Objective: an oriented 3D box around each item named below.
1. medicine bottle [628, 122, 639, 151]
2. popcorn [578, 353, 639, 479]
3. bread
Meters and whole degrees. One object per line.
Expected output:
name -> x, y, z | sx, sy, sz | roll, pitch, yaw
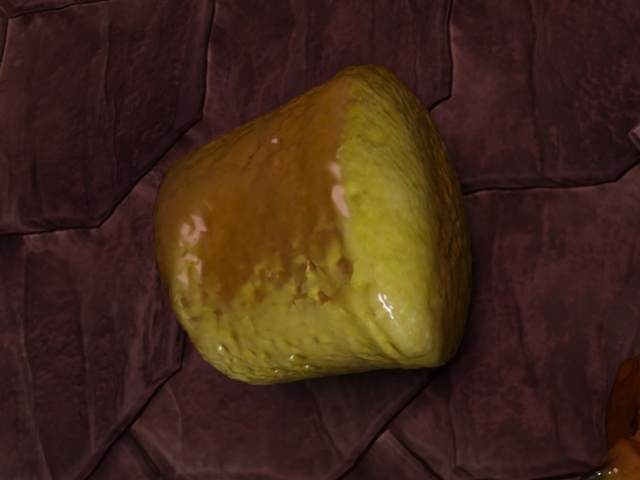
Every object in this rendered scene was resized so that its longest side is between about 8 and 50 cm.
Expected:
medicine bottle -> 0.502, -0.219, 1.379 | 0.352, 0.110, 0.110 | -40, 61, 3
popcorn -> 0.372, 0.234, 1.172 | 0.281, 0.297, 0.315 | 7, 44, -20
bread -> 0.000, 0.000, 1.374 | 0.308, 0.348, 0.348 | -19, 65, 22
